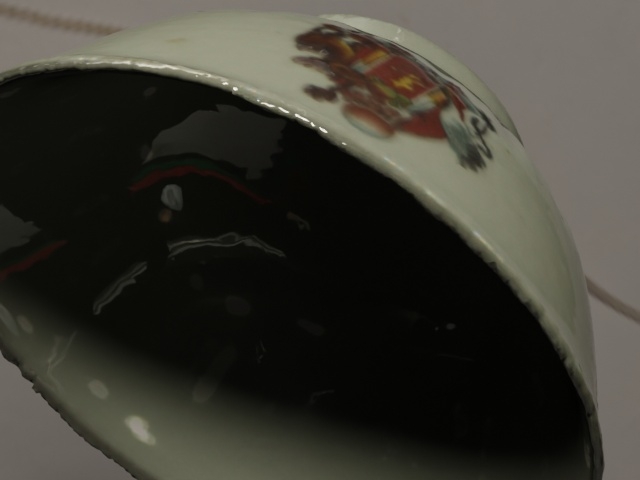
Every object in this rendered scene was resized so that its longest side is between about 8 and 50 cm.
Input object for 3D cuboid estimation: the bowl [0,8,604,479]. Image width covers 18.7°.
[{"bbox_3d":[0.000,0.000,0.906,0.337,0.337,0.157,49,52,-21],"label":"bowl"}]
